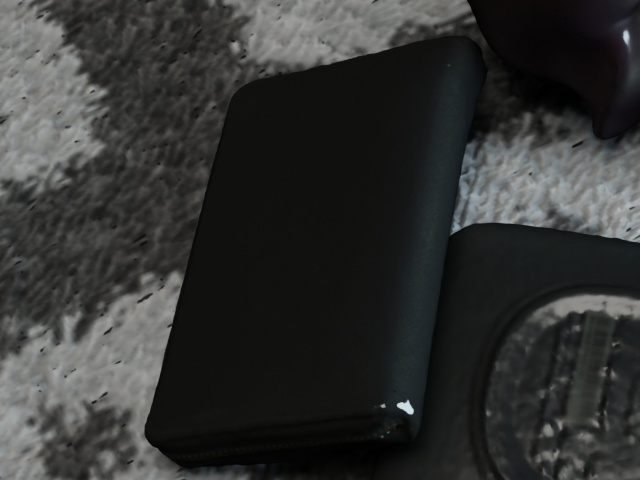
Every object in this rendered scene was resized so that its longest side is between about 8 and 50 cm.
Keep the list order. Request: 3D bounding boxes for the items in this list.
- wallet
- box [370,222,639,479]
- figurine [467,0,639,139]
[{"bbox_3d":[0.000,0.000,0.941,0.149,0.044,0.250,-10,48,26],"label":"wallet"},{"bbox_3d":[0.125,0.082,0.868,0.201,0.042,0.212,7,54,16],"label":"box"},{"bbox_3d":[0.220,-0.134,0.929,0.365,0.218,0.206,34,45,25],"label":"figurine"}]
